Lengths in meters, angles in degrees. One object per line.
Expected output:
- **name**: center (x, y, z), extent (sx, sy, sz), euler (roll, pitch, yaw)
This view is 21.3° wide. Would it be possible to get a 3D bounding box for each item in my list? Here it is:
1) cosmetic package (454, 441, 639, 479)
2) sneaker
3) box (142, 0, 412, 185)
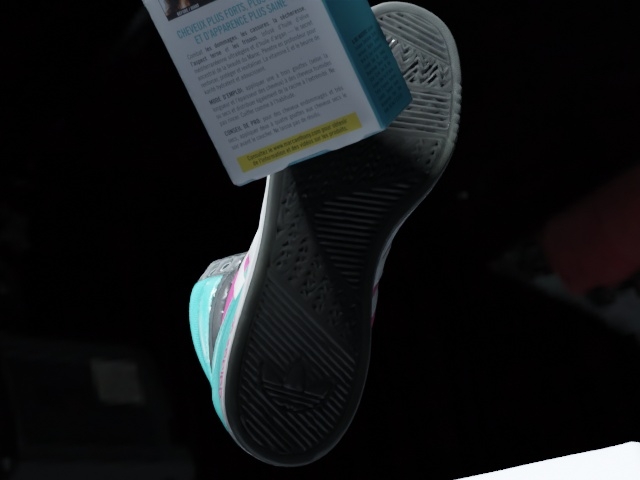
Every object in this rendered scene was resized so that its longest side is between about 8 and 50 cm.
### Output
- **cosmetic package**: center (0.100, 0.331, 0.628), extent (0.162, 0.230, 0.453), euler (-13, -63, 7)
- **sneaker**: center (0.000, 0.000, 1.099), extent (0.124, 0.295, 0.178), euler (22, -9, -11)
- **box**: center (-0.049, -0.160, 0.925), extent (0.101, 0.244, 0.060), euler (-19, 13, 26)
